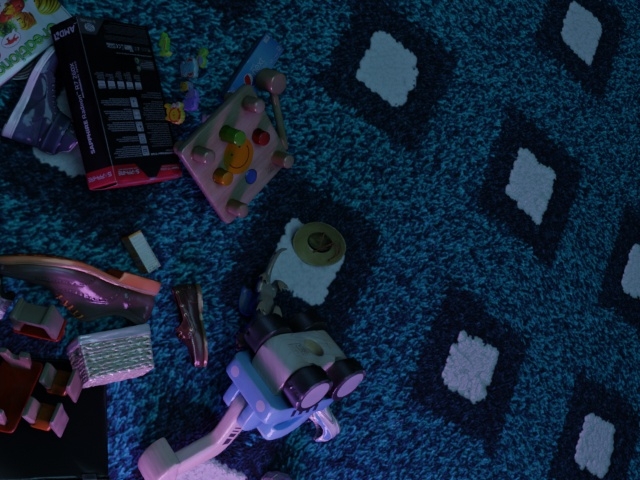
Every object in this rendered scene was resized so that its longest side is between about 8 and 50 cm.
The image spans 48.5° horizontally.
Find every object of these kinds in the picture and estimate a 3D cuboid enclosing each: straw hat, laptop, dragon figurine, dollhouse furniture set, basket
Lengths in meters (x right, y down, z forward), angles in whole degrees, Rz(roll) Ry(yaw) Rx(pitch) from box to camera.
[{"bbox_3d":[0.000,0.000,1.939,0.144,0.144,0.061,51,22,-18],"label":"straw hat"},{"bbox_3d":[-0.672,0.486,1.515,0.381,0.236,0.408,9,110,-30],"label":"laptop"},{"bbox_3d":[-0.156,0.153,1.818,0.085,0.144,0.289,20,57,-27],"label":"dragon figurine"},{"bbox_3d":[-0.612,0.262,1.448,0.262,0.135,0.259,13,56,1],"label":"dollhouse furniture set"},{"bbox_3d":[-0.465,0.260,1.587,0.167,0.113,0.103,-7,73,-36],"label":"basket"}]

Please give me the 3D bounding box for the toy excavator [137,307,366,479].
[{"bbox_3d":[-0.167,0.406,1.694,0.433,0.222,0.445,2,128,-53],"label":"toy excavator"}]

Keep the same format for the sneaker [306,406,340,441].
[{"bbox_3d":[-0.023,0.425,1.882,0.086,0.085,0.237,-26,97,-23],"label":"sneaker"}]

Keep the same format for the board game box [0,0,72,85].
[{"bbox_3d":[-0.706,-0.451,1.530,0.193,0.053,0.305,48,65,-20],"label":"board game box"}]

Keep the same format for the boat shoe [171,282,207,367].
[{"bbox_3d":[-0.321,0.208,1.725,0.073,0.073,0.207,-5,82,-30],"label":"boat shoe"}]

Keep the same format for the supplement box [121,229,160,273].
[{"bbox_3d":[-0.425,0.028,1.677,0.036,0.062,0.098,-34,103,-30],"label":"supplement box"}]

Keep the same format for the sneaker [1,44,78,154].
[{"bbox_3d":[-0.582,-0.301,1.577,0.163,0.086,0.226,25,90,-18],"label":"sneaker"}]

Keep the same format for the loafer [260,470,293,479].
[{"bbox_3d":[-0.124,0.746,1.774,0.112,0.111,0.320,11,80,-30],"label":"loafer"}]

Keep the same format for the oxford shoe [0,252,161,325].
[{"bbox_3d":[-0.536,0.111,1.568,0.363,0.130,0.133,17,83,-29],"label":"oxford shoe"}]

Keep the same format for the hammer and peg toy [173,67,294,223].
[{"bbox_3d":[-0.170,-0.244,1.766,0.361,0.127,0.266,-49,136,-22],"label":"hammer and peg toy"}]

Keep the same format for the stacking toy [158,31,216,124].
[{"bbox_3d":[-0.317,-0.385,1.738,0.167,0.052,0.221,-2,85,-64],"label":"stacking toy"}]

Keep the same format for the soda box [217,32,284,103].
[{"bbox_3d":[-0.182,-0.438,1.859,0.067,0.071,0.210,38,68,-23],"label":"soda box"}]

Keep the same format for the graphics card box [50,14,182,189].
[{"bbox_3d":[-0.457,-0.308,1.615,0.233,0.094,0.371,-20,99,-60],"label":"graphics card box"}]

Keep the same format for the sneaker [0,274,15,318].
[{"bbox_3d":[-0.713,0.086,1.497,0.075,0.063,0.170,-49,115,-25],"label":"sneaker"}]

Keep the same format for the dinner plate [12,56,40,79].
[{"bbox_3d":[-0.687,-0.427,1.581,0.141,0.017,0.141,3,83,-31],"label":"dinner plate"}]
